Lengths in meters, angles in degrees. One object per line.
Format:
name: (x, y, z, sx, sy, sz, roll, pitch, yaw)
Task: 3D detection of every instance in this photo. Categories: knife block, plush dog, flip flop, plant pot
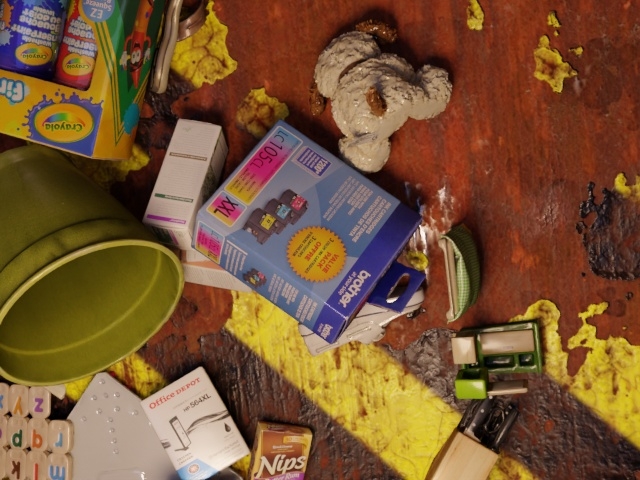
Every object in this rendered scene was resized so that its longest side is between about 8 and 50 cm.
knife block: (0.273, 0.413, 1.739, 0.088, 0.276, 0.242, 30, 132, 8)
plush dog: (0.076, -0.288, 1.732, 0.262, 0.210, 0.225, -44, 60, 12)
flip flop: (-0.269, -0.419, 1.824, 0.080, 0.112, 0.277, 14, 98, -15)
plant pot: (-0.500, 0.018, 1.733, 0.366, 0.366, 0.353, -47, 60, 13)

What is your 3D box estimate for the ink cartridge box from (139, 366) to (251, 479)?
ink cartridge box: (-0.254, 0.379, 1.884, 0.148, 0.086, 0.203, -30, 81, -9)

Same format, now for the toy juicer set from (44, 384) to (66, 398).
toy juicer set: (-0.582, 0.142, 1.898, 0.209, 0.089, 0.329, 6, 71, 15)

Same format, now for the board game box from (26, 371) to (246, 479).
board game box: (-0.410, 0.536, 1.991, 0.390, 0.050, 0.390, 36, 103, 6)

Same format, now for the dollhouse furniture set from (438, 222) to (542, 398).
dollhouse furniture set: (0.316, 0.118, 1.708, 0.151, 0.197, 0.301, -6, 96, 14)

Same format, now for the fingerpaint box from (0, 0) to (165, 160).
fingerpaint box: (-0.560, -0.387, 1.812, 0.445, 0.163, 0.371, 17, 98, 14)

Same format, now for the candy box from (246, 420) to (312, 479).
candy box: (-0.090, 0.467, 1.894, 0.109, 0.053, 0.187, 9, 99, -14)

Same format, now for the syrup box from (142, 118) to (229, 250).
syrup box: (-0.258, -0.108, 1.799, 0.096, 0.093, 0.237, 11, 65, 11)

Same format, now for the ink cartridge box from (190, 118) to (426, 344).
ink cartridge box: (0.000, 0.000, 1.727, 0.395, 0.151, 0.270, 35, 64, 5)

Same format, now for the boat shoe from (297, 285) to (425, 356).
boat shoe: (0.086, 0.162, 1.818, 0.267, 0.096, 0.088, -20, 96, 15)

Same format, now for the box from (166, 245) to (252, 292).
box: (-0.206, 0.016, 1.835, 0.170, 0.091, 0.130, 9, 64, 11)

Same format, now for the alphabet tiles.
alphabet tiles: (-0.652, 0.449, 2.011, 0.284, 0.021, 0.278, -1, 87, 24)
